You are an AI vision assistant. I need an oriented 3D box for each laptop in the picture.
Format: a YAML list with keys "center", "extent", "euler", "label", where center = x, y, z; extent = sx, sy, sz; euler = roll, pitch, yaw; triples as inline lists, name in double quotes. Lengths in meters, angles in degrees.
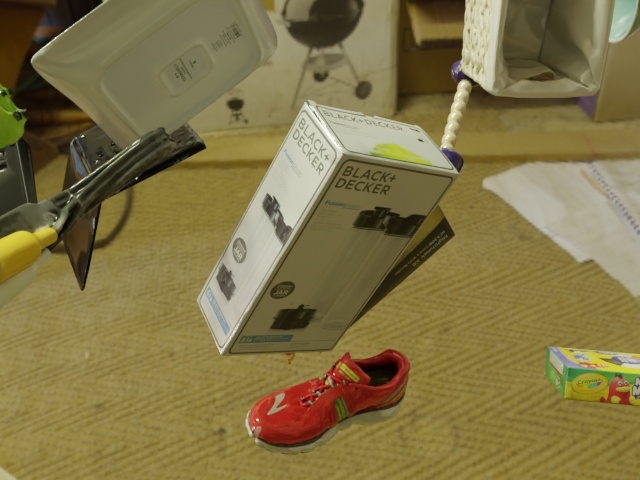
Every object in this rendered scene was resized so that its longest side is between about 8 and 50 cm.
- center: [-0.313, -0.086, 1.159]
  extent: [0.264, 0.137, 0.234]
  euler: [-29, 40, -12]
  label: "laptop"

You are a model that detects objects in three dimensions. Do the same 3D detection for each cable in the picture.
- center: [-0.249, -0.009, 0.704]
  extent: [0.072, 0.139, 0.287]
  euler: [50, 48, 1]
  label: "cable"

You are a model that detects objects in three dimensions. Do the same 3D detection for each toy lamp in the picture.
- center: [0.259, -0.221, 1.408]
  extent: [0.080, 0.080, 0.275]
  euler: [11, 70, 18]
  label: "toy lamp"

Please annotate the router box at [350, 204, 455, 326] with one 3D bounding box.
- center: [0.045, 0.013, 1.145]
  extent: [0.309, 0.243, 0.081]
  euler: [-42, 52, 1]
  label: "router box"

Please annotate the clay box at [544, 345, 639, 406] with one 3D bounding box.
- center: [0.451, 0.198, 1.046]
  extent: [0.221, 0.053, 0.127]
  euler: [3, 5, 4]
  label: "clay box"

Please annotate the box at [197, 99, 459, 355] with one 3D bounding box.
- center: [0.000, 0.000, 0.801]
  extent: [0.169, 0.290, 0.087]
  euler: [6, 39, -39]
  label: "box"

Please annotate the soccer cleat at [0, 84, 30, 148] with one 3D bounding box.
- center: [-0.349, -0.165, 0.682]
  extent: [0.072, 0.179, 0.060]
  euler: [-28, 9, 2]
  label: "soccer cleat"

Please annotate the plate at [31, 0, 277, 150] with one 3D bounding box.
- center: [-0.181, -0.230, 0.920]
  extent: [0.278, 0.277, 0.045]
  euler: [-37, 72, -3]
  label: "plate"

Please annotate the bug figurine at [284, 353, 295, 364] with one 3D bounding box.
- center: [-0.076, 0.091, 1.393]
  extent: [0.216, 0.072, 0.279]
  euler: [21, 68, 24]
  label: "bug figurine"

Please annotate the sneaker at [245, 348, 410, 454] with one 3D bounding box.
- center: [0.015, 0.219, 1.065]
  extent: [0.278, 0.118, 0.107]
  euler: [-12, 43, -34]
  label: "sneaker"

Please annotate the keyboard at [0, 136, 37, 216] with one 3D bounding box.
- center: [-0.489, -0.056, 0.862]
  extent: [0.317, 0.033, 0.202]
  euler: [-17, 77, 7]
  label: "keyboard"

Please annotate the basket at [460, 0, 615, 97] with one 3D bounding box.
- center: [0.205, -0.229, 0.694]
  extent: [0.113, 0.167, 0.103]
  euler: [-2, 23, -10]
  label: "basket"

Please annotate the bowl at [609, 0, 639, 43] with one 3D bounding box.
- center: [0.495, -0.480, 1.114]
  extent: [0.163, 0.312, 0.312]
  euler: [-18, 36, 3]
  label: "bowl"
